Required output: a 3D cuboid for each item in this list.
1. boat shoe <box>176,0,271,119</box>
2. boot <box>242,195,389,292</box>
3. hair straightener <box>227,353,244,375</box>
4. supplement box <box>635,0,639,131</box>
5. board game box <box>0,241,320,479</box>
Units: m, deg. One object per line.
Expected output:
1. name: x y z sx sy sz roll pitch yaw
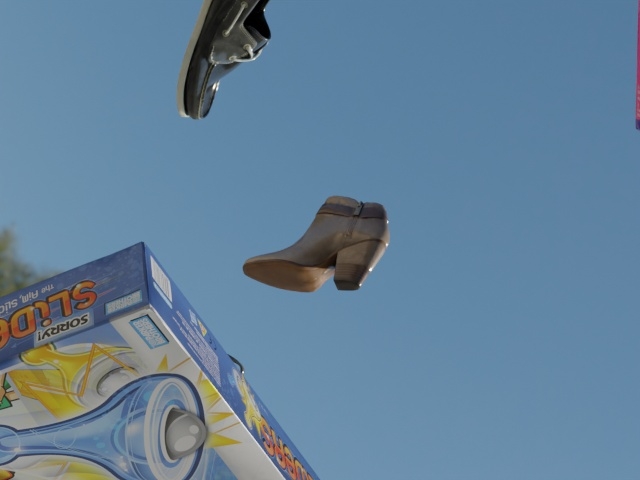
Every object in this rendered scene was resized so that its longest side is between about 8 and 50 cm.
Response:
1. boat shoe: -0.096 -0.220 1.718 0.079 0.084 0.233 27 -58 3
2. boot: 0.000 0.000 1.374 0.118 0.087 0.042 8 -34 11
3. hair straightener: -0.163 0.145 1.255 0.047 0.230 0.089 66 16 10
4. supplement box: 0.313 -0.185 1.201 0.114 0.111 0.220 -145 -129 -64
5. board game box: -0.089 0.095 0.673 0.201 0.136 0.035 58 15 -45
